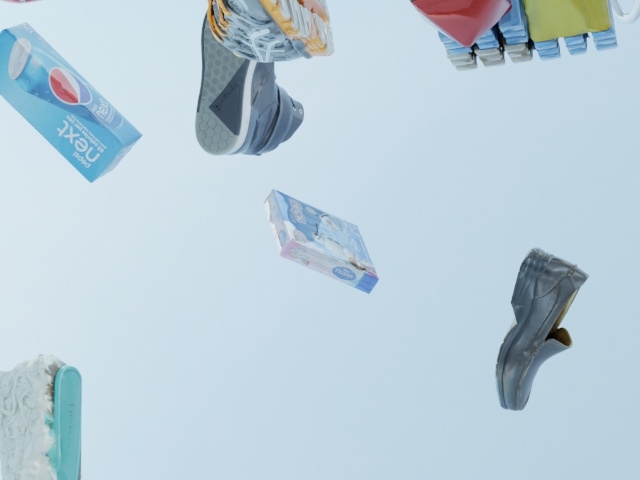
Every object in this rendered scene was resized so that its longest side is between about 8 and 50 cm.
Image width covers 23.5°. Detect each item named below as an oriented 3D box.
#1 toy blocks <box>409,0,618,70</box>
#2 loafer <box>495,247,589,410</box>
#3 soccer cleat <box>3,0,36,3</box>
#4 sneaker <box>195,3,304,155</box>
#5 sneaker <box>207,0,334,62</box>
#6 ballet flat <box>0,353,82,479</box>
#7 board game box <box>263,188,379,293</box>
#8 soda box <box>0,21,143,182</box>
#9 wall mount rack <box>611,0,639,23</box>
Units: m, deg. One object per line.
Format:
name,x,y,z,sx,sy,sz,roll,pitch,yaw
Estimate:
toy blocks,0.109,-0.222,0.915,0.191,0.381,0.260,-8,-96,12
loafer,0.207,0.092,1.449,0.061,0.170,0.062,18,-149,19
soccer cleat,-0.382,-0.437,1.854,0.116,0.318,0.108,6,-147,14
sneaker,-0.076,-0.211,1.865,0.086,0.163,0.226,15,-84,25
sneaker,-0.050,-0.177,1.157,0.083,0.215,0.084,-10,-104,12
ballet flat,-0.336,0.336,1.776,0.147,0.147,0.408,-17,-113,31
board game box,0.000,0.000,1.311,0.020,0.090,0.090,-57,-154,21
soda box,-0.329,-0.174,1.930,0.071,0.210,0.067,-46,180,23
wall mount rack,0.412,-0.328,1.618,0.131,0.350,0.304,-11,-118,-10
